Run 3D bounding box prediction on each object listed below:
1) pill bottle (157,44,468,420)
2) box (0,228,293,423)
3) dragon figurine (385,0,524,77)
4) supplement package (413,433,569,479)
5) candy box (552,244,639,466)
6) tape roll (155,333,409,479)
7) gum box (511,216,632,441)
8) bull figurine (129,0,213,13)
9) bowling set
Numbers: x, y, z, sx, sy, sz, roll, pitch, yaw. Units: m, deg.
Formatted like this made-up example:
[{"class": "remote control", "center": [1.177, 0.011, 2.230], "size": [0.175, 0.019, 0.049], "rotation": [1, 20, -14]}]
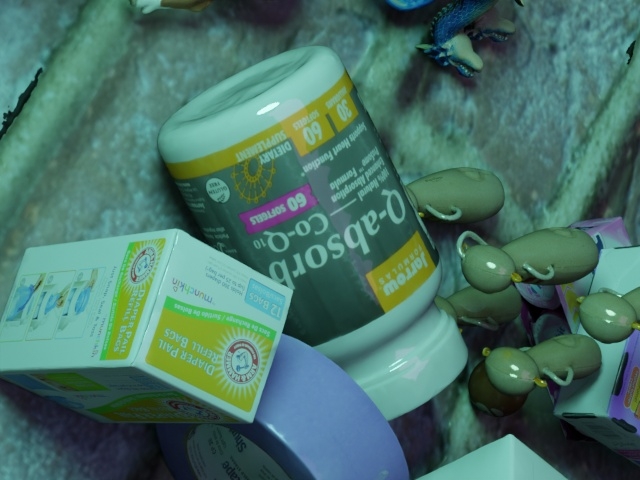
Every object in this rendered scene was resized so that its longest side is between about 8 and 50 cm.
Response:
[{"class": "pill bottle", "center": [0.000, 0.000, 1.559], "size": [0.162, 0.162, 0.278], "rotation": [-39, 109, -34]}, {"class": "box", "center": [-0.132, 0.066, 1.422], "size": [0.114, 0.203, 0.103], "rotation": [29, 69, -33]}, {"class": "dragon figurine", "center": [0.088, -0.246, 1.663], "size": [0.289, 0.144, 0.085], "rotation": [40, 53, -32]}, {"class": "supplement package", "center": [0.181, 0.328, 1.627], "size": [0.293, 0.175, 0.177], "rotation": [39, 38, -29]}, {"class": "candy box", "center": [0.316, 0.120, 1.770], "size": [0.196, 0.070, 0.164], "rotation": [32, 67, -32]}, {"class": "tape roll", "center": [-0.030, 0.165, 1.502], "size": [0.080, 0.189, 0.189], "rotation": [-43, 111, -33]}, {"class": "gum box", "center": [0.248, 0.076, 1.807], "size": [0.107, 0.062, 0.188], "rotation": [-30, 104, -36]}, {"class": "bull figurine", "center": [-0.063, -0.308, 1.494], "size": [0.188, 0.101, 0.310], "rotation": [-10, 130, -15]}, {"class": "bowling set", "center": [0.155, 0.075, 1.661], "size": [0.154, 0.287, 0.199], "rotation": [-8, 119, -46]}]
